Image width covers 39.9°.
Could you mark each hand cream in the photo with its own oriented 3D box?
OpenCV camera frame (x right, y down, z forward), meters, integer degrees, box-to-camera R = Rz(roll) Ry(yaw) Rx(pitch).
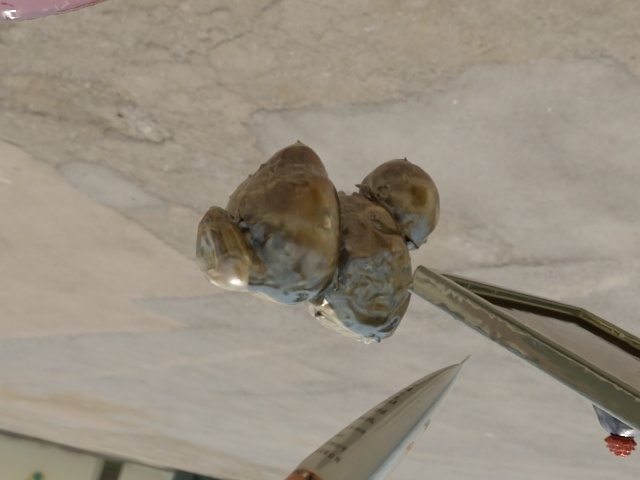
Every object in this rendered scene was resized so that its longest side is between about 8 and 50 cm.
[{"bbox_3d":[0.065,0.252,1.094,0.089,0.314,0.139,46,150,10],"label":"hand cream"}]

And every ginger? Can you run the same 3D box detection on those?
[{"bbox_3d":[0.000,0.000,1.113,0.375,0.256,0.176,7,180,-44],"label":"ginger"}]

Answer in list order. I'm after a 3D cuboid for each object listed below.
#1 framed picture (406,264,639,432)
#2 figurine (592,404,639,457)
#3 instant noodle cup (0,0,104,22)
[{"bbox_3d":[0.212,0.094,0.479,0.290,0.020,0.211,31,-168,40],"label":"framed picture"},{"bbox_3d":[0.579,0.261,1.484,0.246,0.137,0.110,-22,159,2],"label":"figurine"},{"bbox_3d":[-0.117,-0.192,0.267,0.235,0.234,0.178,13,145,2],"label":"instant noodle cup"}]
